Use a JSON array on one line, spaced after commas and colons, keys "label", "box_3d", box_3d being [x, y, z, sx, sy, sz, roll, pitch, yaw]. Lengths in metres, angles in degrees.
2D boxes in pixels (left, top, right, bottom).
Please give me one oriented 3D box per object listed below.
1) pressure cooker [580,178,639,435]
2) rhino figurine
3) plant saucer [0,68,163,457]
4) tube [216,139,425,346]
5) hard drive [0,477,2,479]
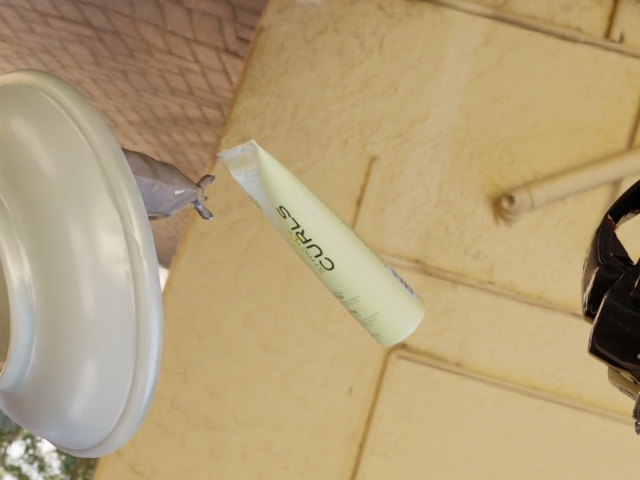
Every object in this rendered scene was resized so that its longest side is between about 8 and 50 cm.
[{"label": "pressure cooker", "box_3d": [0.456, 0.059, 0.783, 0.420, 0.376, 0.370, 32, -174, 32]}, {"label": "rhino figurine", "box_3d": [-0.195, -0.057, 0.984, 0.106, 0.073, 0.243, -4, 174, 26]}, {"label": "plant saucer", "box_3d": [-0.308, 0.033, 0.873, 0.100, 0.401, 0.400, -13, -170, -43]}, {"label": "tube", "box_3d": [0.000, 0.000, 0.813, 0.070, 0.062, 0.240, -34, 110, 27]}, {"label": "hard drive", "box_3d": [-0.347, 0.186, 0.624, 0.232, 0.047, 0.353, -4, 140, 3]}]
